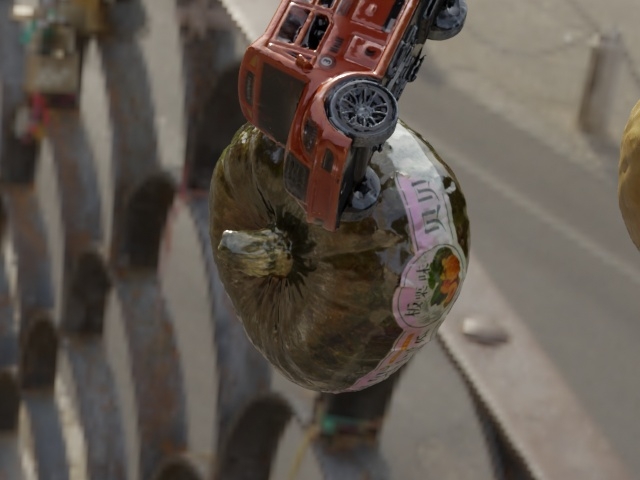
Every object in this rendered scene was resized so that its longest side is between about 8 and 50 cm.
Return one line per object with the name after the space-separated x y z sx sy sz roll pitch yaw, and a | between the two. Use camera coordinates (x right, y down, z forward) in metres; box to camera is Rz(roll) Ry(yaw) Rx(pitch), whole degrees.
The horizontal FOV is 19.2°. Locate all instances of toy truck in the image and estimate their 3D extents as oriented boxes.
0.023 -0.134 1.267 0.114 0.107 0.252 22 59 7 | toy truck

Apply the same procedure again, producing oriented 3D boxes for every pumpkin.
-0.002 0.000 1.602 0.189 0.260 0.260 -9 32 -39 | pumpkin

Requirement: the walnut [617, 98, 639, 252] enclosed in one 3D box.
0.466 -0.050 1.780 0.384 0.383 0.383 6 29 -3 | walnut
